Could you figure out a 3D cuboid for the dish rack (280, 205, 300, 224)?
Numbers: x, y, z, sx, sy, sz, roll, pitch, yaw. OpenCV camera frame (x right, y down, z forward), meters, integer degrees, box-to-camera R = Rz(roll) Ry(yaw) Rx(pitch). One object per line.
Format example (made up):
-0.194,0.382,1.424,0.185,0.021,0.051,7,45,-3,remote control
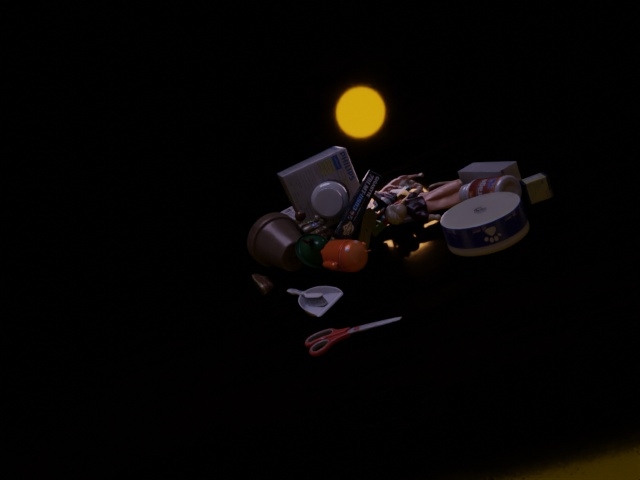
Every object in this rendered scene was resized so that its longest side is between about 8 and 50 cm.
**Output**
-0.135,-0.155,2.667,0.286,0.072,0.333,-29,18,-14,dish rack

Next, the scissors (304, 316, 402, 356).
0.090,0.260,1.274,0.297,0.021,0.109,-25,16,4,scissors

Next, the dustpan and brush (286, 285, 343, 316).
-0.042,0.202,1.550,0.211,0.060,0.147,-5,27,47,dustpan and brush

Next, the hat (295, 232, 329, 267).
0.000,0.000,1.777,0.183,0.173,0.208,117,170,-48,hat

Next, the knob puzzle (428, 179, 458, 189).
0.570,-0.236,1.931,0.213,0.029,0.213,-5,-3,0,knob puzzle

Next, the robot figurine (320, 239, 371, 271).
0.095,0.057,1.670,0.158,0.128,0.219,13,-7,-35,robot figurine

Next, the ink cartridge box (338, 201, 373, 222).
0.186,-0.125,2.170,0.181,0.061,0.104,-22,18,10,ink cartridge box

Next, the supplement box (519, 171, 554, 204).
0.764,-0.184,1.535,0.083,0.083,0.056,-21,19,16,supplement box

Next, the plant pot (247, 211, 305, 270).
-0.168,0.026,1.964,0.263,0.263,0.229,-32,35,-20,plant pot

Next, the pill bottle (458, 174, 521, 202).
0.626,-0.175,1.623,0.121,0.121,0.216,-31,14,-19,pill bottle

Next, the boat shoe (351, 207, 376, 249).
0.179,-0.050,1.865,0.079,0.084,0.233,-19,38,43,boat shoe

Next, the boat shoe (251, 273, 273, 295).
-0.251,0.185,1.884,0.060,0.064,0.178,-25,23,-17,boat shoe

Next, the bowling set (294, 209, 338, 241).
-0.018,-0.072,2.090,0.154,0.199,0.287,-27,22,-10,bowling set

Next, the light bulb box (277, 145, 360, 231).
0.010,-0.272,2.340,0.361,0.357,0.225,-26,19,-6,light bulb box

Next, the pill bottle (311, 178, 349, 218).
0.049,-0.197,2.064,0.176,0.176,0.318,-22,8,10,pill bottle

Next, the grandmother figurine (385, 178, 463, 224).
0.432,-0.155,1.808,0.343,0.104,0.207,-20,35,3,grandmother figurine

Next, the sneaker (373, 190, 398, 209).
0.298,-0.191,1.966,0.077,0.072,0.178,-32,28,-4,sneaker

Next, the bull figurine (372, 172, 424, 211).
0.395,-0.252,2.196,0.189,0.101,0.310,-2,31,43,bull figurine

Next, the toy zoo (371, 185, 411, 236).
0.306,-0.144,1.978,0.293,0.030,0.192,-45,20,-3,toy zoo

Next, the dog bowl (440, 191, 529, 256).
0.541,-0.058,1.442,0.265,0.104,0.265,-22,18,8,dog bowl

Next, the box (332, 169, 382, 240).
0.152,-0.135,1.861,0.293,0.073,0.295,-63,0,-3,box

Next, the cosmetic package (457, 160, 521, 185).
0.681,-0.243,1.747,0.107,0.127,0.238,-31,20,-18,cosmetic package

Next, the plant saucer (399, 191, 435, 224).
0.426,-0.155,1.975,0.278,0.041,0.278,-22,17,7,plant saucer
